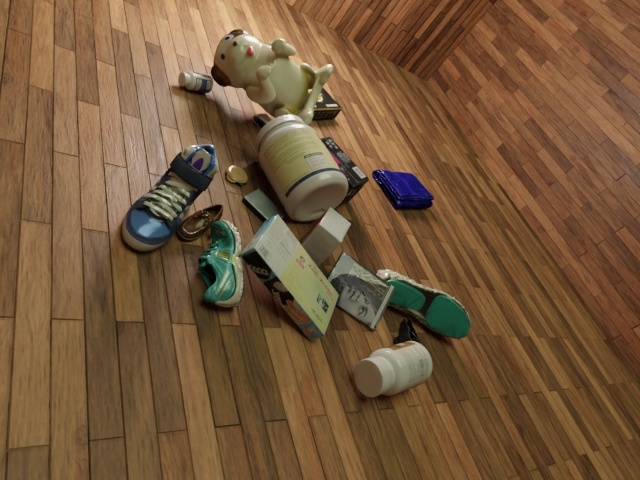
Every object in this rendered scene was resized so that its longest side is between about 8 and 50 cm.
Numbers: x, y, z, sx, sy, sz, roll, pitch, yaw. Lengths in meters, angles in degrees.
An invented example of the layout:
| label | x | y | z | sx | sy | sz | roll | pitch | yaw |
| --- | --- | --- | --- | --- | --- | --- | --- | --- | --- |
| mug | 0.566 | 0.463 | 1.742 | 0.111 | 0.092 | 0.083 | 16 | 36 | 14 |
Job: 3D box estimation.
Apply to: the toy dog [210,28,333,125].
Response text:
| label | x | y | z | sx | sy | sz | roll | pitch | yaw |
| --- | --- | --- | --- | --- | --- | --- | --- | --- | --- |
| toy dog | -0.214 | -0.655 | 1.876 | 0.408 | 0.284 | 0.395 | 26 | 1 | -26 |

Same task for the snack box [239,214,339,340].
| label | x | y | z | sx | sy | sz | roll | pitch | yaw |
| --- | --- | --- | --- | --- | --- | --- | --- | --- | --- |
| snack box | -0.076 | 0.103 | 1.355 | 0.322 | 0.060 | 0.187 | 53 | 31 | -17 |

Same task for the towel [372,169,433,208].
| label | x | y | z | sx | sy | sz | roll | pitch | yaw |
| --- | --- | --- | --- | --- | --- | --- | --- | --- | --- |
| towel | 0.408 | -0.254 | 2.311 | 0.308 | 0.076 | 0.227 | -3 | 55 | -47 |

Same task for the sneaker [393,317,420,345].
| label | x | y | z | sx | sy | sz | roll | pitch | yaw |
| --- | --- | --- | --- | --- | --- | --- | --- | --- | --- |
| sneaker | 0.283 | 0.338 | 1.515 | 0.051 | 0.089 | 0.170 | 12 | 44 | -37 |

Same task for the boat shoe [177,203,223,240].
| label | x | y | z | sx | sy | sz | roll | pitch | yaw |
| --- | --- | --- | --- | --- | --- | --- | --- | --- | --- |
| boat shoe | -0.336 | -0.059 | 1.352 | 0.064 | 0.060 | 0.178 | 43 | 34 | 0 |

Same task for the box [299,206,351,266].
| label | x | y | z | sx | sy | sz | roll | pitch | yaw |
| --- | --- | --- | --- | --- | --- | --- | --- | --- | --- |
| box | 0.000 | 0.000 | 1.529 | 0.091 | 0.170 | 0.130 | 39 | 33 | -5 |

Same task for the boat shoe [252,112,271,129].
| label | x | y | z | sx | sy | sz | roll | pitch | yaw |
| --- | --- | --- | --- | --- | --- | --- | --- | --- | --- |
| boat shoe | -0.205 | -0.440 | 1.907 | 0.063 | 0.066 | 0.184 | -18 | 66 | -41 |

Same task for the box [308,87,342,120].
| label | x | y | z | sx | sy | sz | roll | pitch | yaw |
| --- | --- | --- | --- | --- | --- | --- | --- | --- | --- |
| box | -0.073 | -0.695 | 2.310 | 0.257 | 0.079 | 0.322 | 49 | 34 | 13 |

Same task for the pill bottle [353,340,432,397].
| label | x | y | z | sx | sy | sz | roll | pitch | yaw |
| --- | --- | --- | --- | --- | --- | --- | --- | --- | --- |
| pill bottle | 0.206 | 0.368 | 1.366 | 0.229 | 0.131 | 0.131 | -1 | 53 | -46 |

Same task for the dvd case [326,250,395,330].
| label | x | y | z | sx | sy | sz | roll | pitch | yaw |
| --- | --- | --- | --- | --- | --- | --- | --- | --- | --- |
| dvd case | 0.122 | 0.161 | 1.539 | 0.221 | 0.018 | 0.164 | 36 | 66 | -11 |

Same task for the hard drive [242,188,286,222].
| label | x | y | z | sx | sy | sz | roll | pitch | yaw |
| --- | --- | --- | --- | --- | --- | --- | --- | --- | --- |
| hard drive | -0.185 | -0.106 | 1.592 | 0.135 | 0.022 | 0.094 | 44 | 34 | 2 |

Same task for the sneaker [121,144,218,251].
| label | x | y | z | sx | sy | sz | roll | pitch | yaw |
| --- | --- | --- | --- | --- | --- | --- | --- | --- | --- |
| sneaker | -0.374 | -0.138 | 1.241 | 0.130 | 0.236 | 0.323 | 36 | 34 | -10 |

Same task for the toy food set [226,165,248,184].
| label | x | y | z | sx | sy | sz | roll | pitch | yaw |
| --- | --- | --- | --- | --- | --- | --- | --- | --- | --- |
| toy food set | -0.282 | -0.221 | 1.621 | 0.082 | 0.020 | 0.083 | 14 | 43 | -36 |

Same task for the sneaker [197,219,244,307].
| label | x | y | z | sx | sy | sz | roll | pitch | yaw |
| --- | --- | --- | --- | --- | --- | --- | --- | --- | --- |
| sneaker | -0.268 | 0.050 | 1.269 | 0.110 | 0.107 | 0.275 | 9 | 45 | -27 |

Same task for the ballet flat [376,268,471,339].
| label | x | y | z | sx | sy | sz | roll | pitch | yaw |
| --- | --- | --- | --- | --- | --- | --- | --- | --- | --- |
| ballet flat | 0.359 | 0.210 | 1.708 | 0.409 | 0.147 | 0.147 | 31 | 35 | -17 |

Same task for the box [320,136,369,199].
| label | x | y | z | sx | sy | sz | roll | pitch | yaw |
| --- | --- | --- | --- | --- | --- | --- | --- | --- | --- |
| box | 0.042 | -0.269 | 1.897 | 0.247 | 0.142 | 0.163 | 49 | 33 | 7 |

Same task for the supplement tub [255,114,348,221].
| label | x | y | z | sx | sy | sz | roll | pitch | yaw |
| --- | --- | --- | --- | --- | --- | --- | --- | --- | --- |
| supplement tub | -0.074 | -0.254 | 1.676 | 0.235 | 0.235 | 0.325 | -2 | 54 | -46 |

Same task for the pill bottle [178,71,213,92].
| label | x | y | z | sx | sy | sz | roll | pitch | yaw |
| --- | --- | --- | --- | --- | --- | --- | --- | --- | --- |
| pill bottle | -0.470 | -0.597 | 1.804 | 0.120 | 0.067 | 0.067 | -7 | 57 | -49 |
